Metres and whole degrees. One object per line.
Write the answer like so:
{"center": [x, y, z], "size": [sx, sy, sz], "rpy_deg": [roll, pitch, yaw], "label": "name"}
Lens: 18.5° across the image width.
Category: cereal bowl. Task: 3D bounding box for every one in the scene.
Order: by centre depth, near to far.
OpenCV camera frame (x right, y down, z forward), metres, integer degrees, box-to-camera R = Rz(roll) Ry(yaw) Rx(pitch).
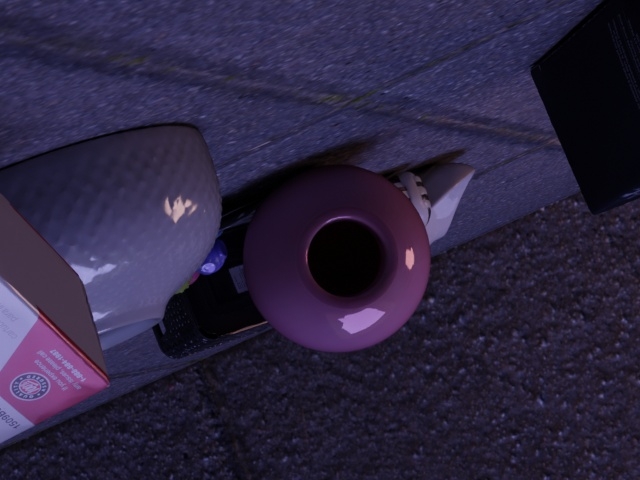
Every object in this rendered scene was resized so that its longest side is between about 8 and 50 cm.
{"center": [-0.234, 0.032, 1.674], "size": [0.339, 0.141, 0.339], "rpy_deg": [-22, 174, -2], "label": "cereal bowl"}

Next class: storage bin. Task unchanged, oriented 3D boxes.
{"center": [-0.119, 0.058, 2.362], "size": [0.180, 0.122, 0.084], "rpy_deg": [-17, 172, -42], "label": "storage bin"}

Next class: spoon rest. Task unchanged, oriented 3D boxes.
{"center": [0.139, -0.035, 2.605], "size": [0.137, 0.084, 0.276], "rpy_deg": [-43, -179, -13], "label": "spoon rest"}

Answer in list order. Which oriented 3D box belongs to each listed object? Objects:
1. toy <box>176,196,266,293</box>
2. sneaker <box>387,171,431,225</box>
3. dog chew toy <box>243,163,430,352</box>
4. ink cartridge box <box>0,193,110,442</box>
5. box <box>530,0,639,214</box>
{"center": [-0.169, 0.032, 2.195], "size": [0.237, 0.056, 0.137], "rpy_deg": [-22, -171, 21], "label": "toy"}
{"center": [0.000, 0.000, 2.489], "size": [0.162, 0.106, 0.281], "rpy_deg": [-9, 157, -42], "label": "sneaker"}
{"center": [0.007, 0.022, 2.221], "size": [0.206, 0.207, 0.332], "rpy_deg": [-22, -178, -8], "label": "dog chew toy"}
{"center": [-0.323, 0.079, 1.372], "size": [0.283, 0.117, 0.207], "rpy_deg": [-28, 140, 8], "label": "ink cartridge box"}
{"center": [0.438, -0.191, 1.981], "size": [0.343, 0.179, 0.312], "rpy_deg": [-21, 175, -15], "label": "box"}
